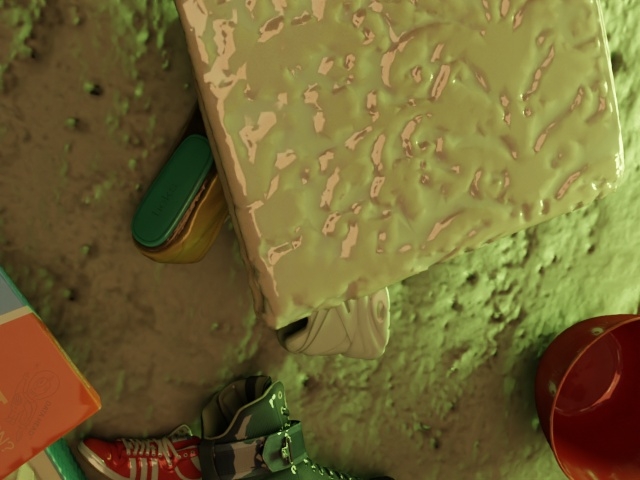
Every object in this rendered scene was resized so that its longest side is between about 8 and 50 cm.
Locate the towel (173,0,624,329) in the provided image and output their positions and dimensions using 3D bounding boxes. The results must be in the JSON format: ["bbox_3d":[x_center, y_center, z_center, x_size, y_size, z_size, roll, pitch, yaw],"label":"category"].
[{"bbox_3d":[0.065,-0.129,0.827,0.331,0.053,0.317,-21,110,-15],"label":"towel"}]

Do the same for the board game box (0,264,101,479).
[{"bbox_3d":[-0.356,0.115,0.778,0.316,0.064,0.242,-36,98,-11],"label":"board game box"}]

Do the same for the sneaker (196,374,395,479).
[{"bbox_3d":[-0.014,0.194,0.974,0.226,0.086,0.163,-5,80,-48],"label":"sneaker"}]

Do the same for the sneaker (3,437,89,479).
[{"bbox_3d":[-0.217,0.240,0.868,0.092,0.229,0.087,-35,159,-3],"label":"sneaker"}]

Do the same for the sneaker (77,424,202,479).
[{"bbox_3d":[-0.148,0.183,0.945,0.118,0.042,0.067,35,96,-33],"label":"sneaker"}]

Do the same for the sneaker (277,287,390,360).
[{"bbox_3d":[0.000,0.000,0.922,0.115,0.090,0.232,-6,107,-15],"label":"sneaker"}]

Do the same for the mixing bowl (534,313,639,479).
[{"bbox_3d":[0.277,0.142,1.059,0.181,0.098,0.181,-6,108,-19],"label":"mixing bowl"}]

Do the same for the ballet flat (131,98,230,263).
[{"bbox_3d":[-0.073,-0.083,0.888,0.232,0.080,0.073,-57,143,5],"label":"ballet flat"}]
